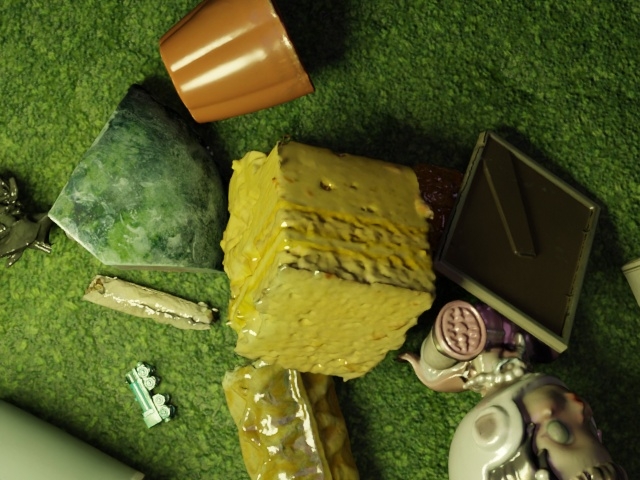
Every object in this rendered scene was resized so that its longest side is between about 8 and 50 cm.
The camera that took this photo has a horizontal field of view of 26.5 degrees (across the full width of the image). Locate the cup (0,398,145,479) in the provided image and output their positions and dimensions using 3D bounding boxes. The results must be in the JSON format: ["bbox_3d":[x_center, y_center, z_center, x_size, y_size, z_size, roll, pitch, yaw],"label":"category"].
[{"bbox_3d":[-0.426,0.386,1.726,0.274,0.259,0.357,30,101,1],"label":"cup"}]

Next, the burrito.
[{"bbox_3d":[-0.235,0.089,1.874,0.185,0.041,0.045,18,40,-2],"label":"burrito"}]

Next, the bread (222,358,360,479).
[{"bbox_3d":[-0.033,0.275,1.822,0.152,0.130,0.268,-14,84,-17],"label":"bread"}]

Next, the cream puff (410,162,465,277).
[{"bbox_3d":[0.160,-0.030,1.883,0.150,0.115,0.165,-38,86,-12],"label":"cream puff"}]

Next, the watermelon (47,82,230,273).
[{"bbox_3d":[-0.242,-0.043,1.861,0.289,0.213,0.320,39,37,-29],"label":"watermelon"}]

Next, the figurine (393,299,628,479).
[{"bbox_3d":[0.259,0.254,1.775,0.253,0.211,0.361,-4,57,-38],"label":"figurine"}]

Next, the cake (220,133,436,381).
[{"bbox_3d":[0.000,0.000,1.771,0.227,0.222,0.286,13,49,-22],"label":"cake"}]

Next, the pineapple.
[{"bbox_3d":[-0.463,-0.045,1.824,0.237,0.111,0.119,23,92,5],"label":"pineapple"}]

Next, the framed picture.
[{"bbox_3d":[0.273,-0.008,1.841,0.211,0.020,0.289,34,46,-9],"label":"framed picture"}]

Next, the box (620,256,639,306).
[{"bbox_3d":[0.487,0.114,1.895,0.029,0.109,0.198,-23,85,-8],"label":"box"}]

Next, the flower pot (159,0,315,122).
[{"bbox_3d":[-0.120,-0.252,1.865,0.173,0.190,0.191,-27,86,4],"label":"flower pot"}]

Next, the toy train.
[{"bbox_3d":[-0.235,0.212,1.863,0.045,0.029,0.092,-31,82,8],"label":"toy train"}]
